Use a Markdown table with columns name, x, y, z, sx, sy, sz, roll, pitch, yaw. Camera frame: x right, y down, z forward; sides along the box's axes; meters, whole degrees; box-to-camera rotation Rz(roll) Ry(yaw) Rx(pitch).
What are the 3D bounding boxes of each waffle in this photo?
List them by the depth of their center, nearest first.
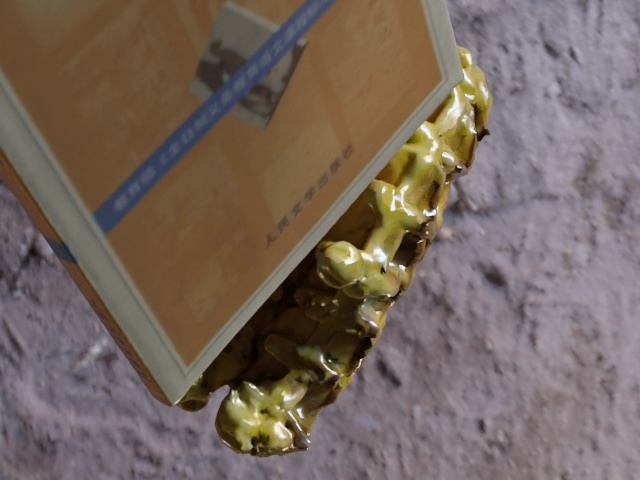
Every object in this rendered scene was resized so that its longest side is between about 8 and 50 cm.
| name | x | y | z | sx | sy | sz | roll | pitch | yaw |
| --- | --- | --- | --- | --- | --- | --- | --- | --- | --- |
| waffle | 0.000 | 0.000 | 1.132 | 0.151 | 0.261 | 0.324 | 33 | 138 | 1 |

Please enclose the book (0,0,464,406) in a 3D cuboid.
| name | x | y | z | sx | sy | sz | roll | pitch | yaw |
| --- | --- | --- | --- | --- | --- | --- | --- | --- | --- |
| book | -0.031 | -0.072 | 0.468 | 0.170 | 0.018 | 0.241 | -49 | 146 | -18 |
